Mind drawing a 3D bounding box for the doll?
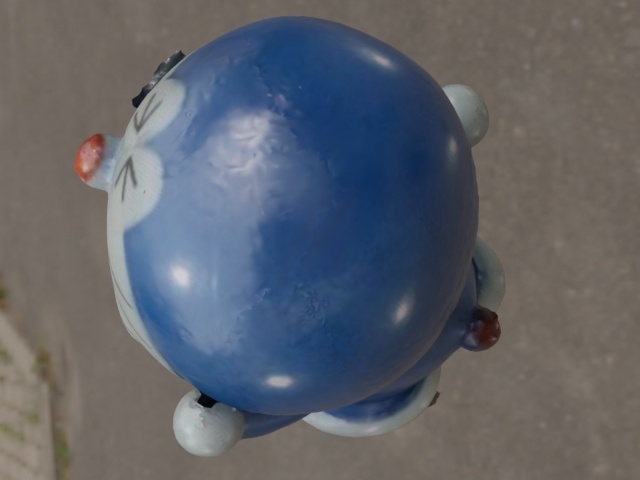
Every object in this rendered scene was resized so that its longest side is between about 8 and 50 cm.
[{"bbox_3d":[0.000,0.000,0.735,0.215,0.161,0.257,-63,-21,-13],"label":"doll"}]
